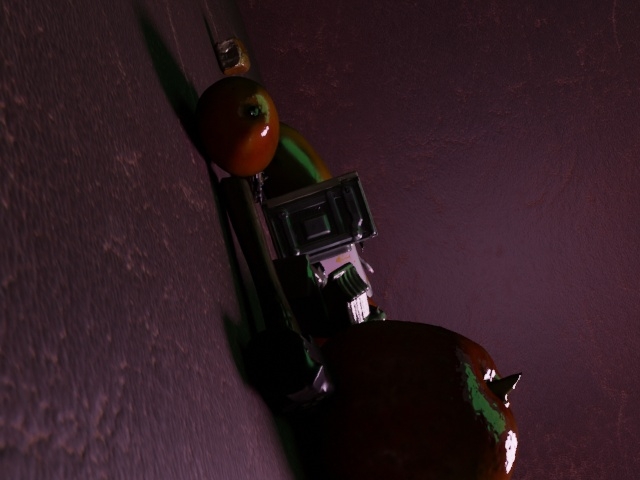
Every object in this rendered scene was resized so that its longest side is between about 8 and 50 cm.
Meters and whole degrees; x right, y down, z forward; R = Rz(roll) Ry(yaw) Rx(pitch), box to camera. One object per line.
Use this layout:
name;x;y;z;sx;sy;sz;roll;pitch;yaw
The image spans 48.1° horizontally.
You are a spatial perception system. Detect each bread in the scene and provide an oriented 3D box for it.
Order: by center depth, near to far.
bread;-0.221;-0.465;1.812;0.070;0.076;0.083;109;-36;-89

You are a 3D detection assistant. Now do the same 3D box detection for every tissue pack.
tissue pack;0.031;0.084;2.066;0.124;0.185;0.225;-104;174;-51

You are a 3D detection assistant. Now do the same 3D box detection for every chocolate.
chocolate;-0.147;-0.165;1.515;0.329;0.065;0.102;-97;-177;-69

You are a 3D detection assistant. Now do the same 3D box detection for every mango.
mango;-0.130;-0.175;1.167;0.146;0.129;0.289;55;-4;7
mango;-0.081;-0.187;1.882;0.317;0.173;0.211;55;13;-36

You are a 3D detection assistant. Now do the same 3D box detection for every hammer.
hammer;-0.078;0.064;1.101;0.242;0.095;0.409;65;5;-65

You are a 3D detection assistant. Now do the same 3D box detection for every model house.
model house;-0.001;0.106;1.419;0.122;0.229;0.188;-55;134;-44

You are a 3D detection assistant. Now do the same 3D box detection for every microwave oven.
microwave oven;0.002;-0.043;1.740;0.145;0.240;0.194;47;25;-85

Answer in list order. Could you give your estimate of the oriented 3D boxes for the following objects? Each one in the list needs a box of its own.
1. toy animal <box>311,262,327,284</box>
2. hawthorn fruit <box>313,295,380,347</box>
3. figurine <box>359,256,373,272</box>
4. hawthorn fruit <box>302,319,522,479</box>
toy animal;-0.011;0.151;1.871;0.121;0.093;0.225;-122;-170;-62
hawthorn fruit;0.056;0.239;1.627;0.207;0.207;0.243;68;9;-51
figurine;0.010;-0.008;2.252;0.284;0.206;0.316;54;20;-44
hawthorn fruit;0.169;0.312;1.254;0.403;0.402;0.403;-18;90;-87
